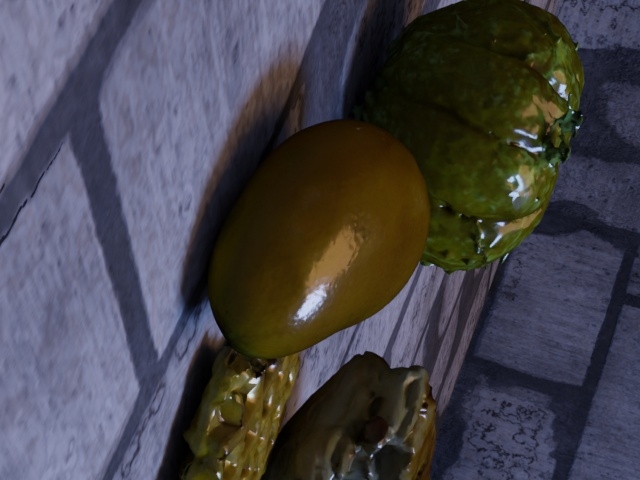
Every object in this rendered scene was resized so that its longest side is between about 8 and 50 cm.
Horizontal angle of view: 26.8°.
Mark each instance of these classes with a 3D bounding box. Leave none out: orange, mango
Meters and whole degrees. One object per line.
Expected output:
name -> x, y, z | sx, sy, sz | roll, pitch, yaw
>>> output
orange -> 0.151, -0.124, 1.396 | 0.301, 0.223, 0.300 | -64, 176, -49
mango -> 0.002, -0.007, 1.071 | 0.254, 0.139, 0.175 | -31, 130, -64

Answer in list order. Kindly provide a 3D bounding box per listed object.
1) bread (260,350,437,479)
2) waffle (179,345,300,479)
bread -> -0.003, 0.319, 1.388 | 0.370, 0.191, 0.314 | 87, 27, -47
waffle -> -0.068, 0.154, 1.185 | 0.291, 0.051, 0.291 | 17, 90, -81
